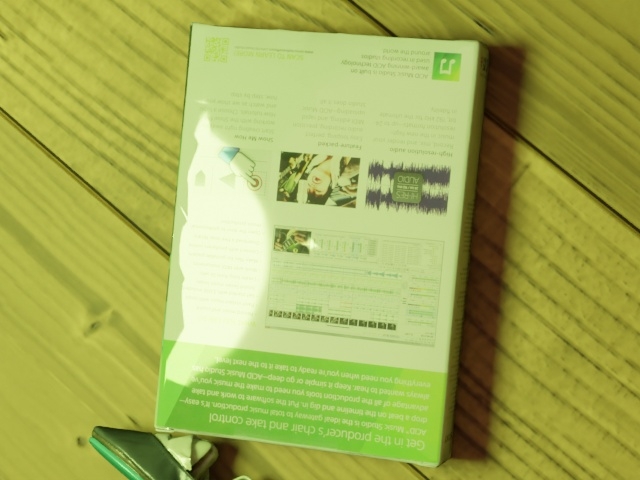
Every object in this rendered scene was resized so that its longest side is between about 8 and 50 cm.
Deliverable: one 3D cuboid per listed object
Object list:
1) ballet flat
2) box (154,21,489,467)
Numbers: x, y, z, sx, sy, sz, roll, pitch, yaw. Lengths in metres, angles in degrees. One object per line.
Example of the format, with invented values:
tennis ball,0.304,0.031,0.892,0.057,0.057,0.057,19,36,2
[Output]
ballet flat,-0.091,0.200,1.320,0.203,0.074,0.074,41,100,17
box,0.000,0.000,1.298,0.232,0.058,0.322,6,90,16
